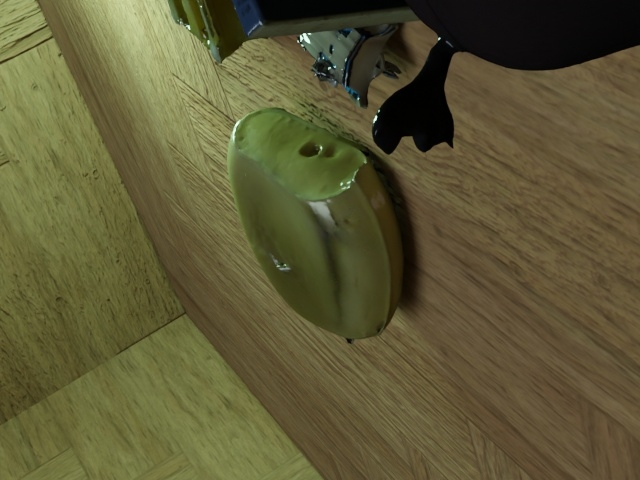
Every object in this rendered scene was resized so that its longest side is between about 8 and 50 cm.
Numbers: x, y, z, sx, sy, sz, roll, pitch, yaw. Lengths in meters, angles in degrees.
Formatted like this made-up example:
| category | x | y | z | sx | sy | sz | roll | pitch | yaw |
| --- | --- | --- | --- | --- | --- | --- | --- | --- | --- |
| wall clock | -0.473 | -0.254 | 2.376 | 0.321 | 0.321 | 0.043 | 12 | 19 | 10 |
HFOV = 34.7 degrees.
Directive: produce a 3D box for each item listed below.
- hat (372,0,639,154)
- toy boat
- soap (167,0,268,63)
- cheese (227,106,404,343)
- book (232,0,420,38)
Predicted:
| category | x | y | z | sx | sy | sz | roll | pitch | yaw |
| --- | --- | --- | --- | --- | --- | --- | --- | --- | --- |
| hat | 0.104 | -0.161 | 0.469 | 0.336 | 0.209 | 0.238 | 34 | 148 | 54 |
| toy boat | 0.007 | -0.204 | 0.973 | 0.210 | 0.066 | 0.084 | 54 | 133 | 50 |
| soap | -0.143 | -0.330 | 1.168 | 0.135 | 0.076 | 0.233 | 46 | 161 | 38 |
| cheese | 0.000 | 0.000 | 1.247 | 0.259 | 0.128 | 0.316 | 42 | 159 | 41 |
| book | -0.011 | -0.252 | 0.613 | 0.025 | 0.190 | 0.269 | -32 | 76 | 52 |
